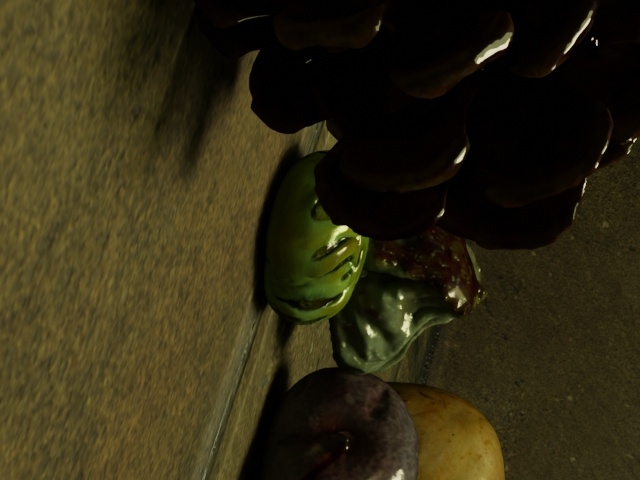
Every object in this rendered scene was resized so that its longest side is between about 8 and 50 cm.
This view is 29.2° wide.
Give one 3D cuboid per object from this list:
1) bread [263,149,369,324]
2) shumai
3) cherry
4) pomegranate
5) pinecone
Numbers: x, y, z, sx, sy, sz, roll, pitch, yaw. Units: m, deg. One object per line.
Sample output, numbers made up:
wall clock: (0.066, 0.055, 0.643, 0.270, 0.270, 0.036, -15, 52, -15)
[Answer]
bread: (0.000, 0.000, 0.933, 0.130, 0.071, 0.139, -66, 167, -64)
shumai: (0.073, 0.014, 1.066, 0.184, 0.142, 0.184, -2, 90, -85)
cherry: (0.015, 0.205, 1.096, 0.176, 0.140, 0.176, -175, -90, -87)
pomegranate: (0.104, 0.296, 1.454, 0.260, 0.260, 0.260, 14, 90, -80)
pinecone: (0.055, -0.119, 0.608, 0.309, 0.244, 0.244, 30, 73, -60)
